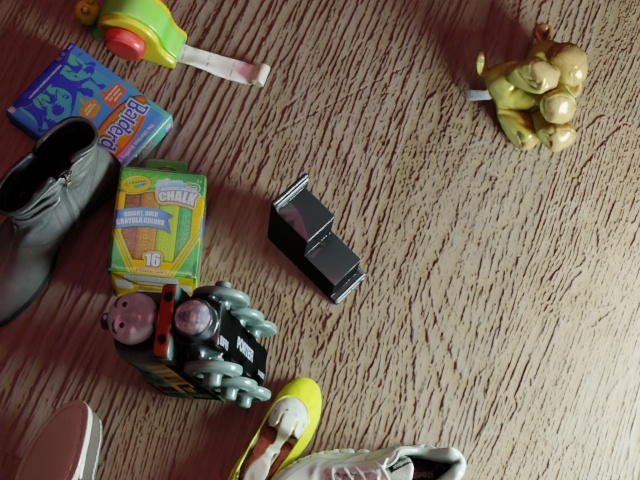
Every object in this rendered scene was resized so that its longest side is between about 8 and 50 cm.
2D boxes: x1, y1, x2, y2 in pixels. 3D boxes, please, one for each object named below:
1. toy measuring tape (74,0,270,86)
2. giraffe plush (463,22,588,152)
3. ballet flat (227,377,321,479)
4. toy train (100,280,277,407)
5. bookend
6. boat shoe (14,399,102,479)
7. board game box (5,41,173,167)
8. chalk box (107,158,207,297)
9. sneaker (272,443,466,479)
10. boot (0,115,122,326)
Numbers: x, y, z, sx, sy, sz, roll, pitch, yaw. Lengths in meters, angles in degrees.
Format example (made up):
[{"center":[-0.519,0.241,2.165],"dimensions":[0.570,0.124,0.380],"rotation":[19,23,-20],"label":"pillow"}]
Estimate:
[{"center":[-0.241,-0.333,1.802],"dimensions":[0.330,0.121,0.121],"rotation":[18,70,1],"label":"toy measuring tape"},{"center":[0.366,-0.262,1.826],"dimensions":[0.170,0.181,0.210],"rotation":[-35,42,-25],"label":"giraffe plush"},{"center":[-0.065,0.296,1.618],"dimensions":[0.077,0.077,0.231],"rotation":[31,71,7],"label":"ballet flat"},{"center":[-0.174,0.147,1.539],"dimensions":[0.190,0.334,0.142],"rotation":[1,72,11],"label":"toy train"},{"center":[0.000,0.000,1.685],"dimensions":[0.072,0.157,0.156],"rotation":[-43,79,-16],"label":"bookend"},{"center":[-0.368,0.387,1.551],"dimensions":[0.116,0.096,0.325],"rotation":[-5,61,37],"label":"boat shoe"},{"center":[-0.366,-0.194,1.777],"dimensions":[0.210,0.047,0.160],"rotation":[36,72,7],"label":"board game box"},{"center":[-0.241,-0.030,1.687],"dimensions":[0.132,0.132,0.213],"rotation":[4,71,-4],"label":"chalk box"},{"center":[0.068,0.338,1.583],"dimensions":[0.292,0.118,0.110],"rotation":[-9,74,-14],"label":"sneaker"},{"center":[-0.430,-0.029,1.604],"dimensions":[0.118,0.223,0.338],"rotation":[34,85,6],"label":"boot"}]
